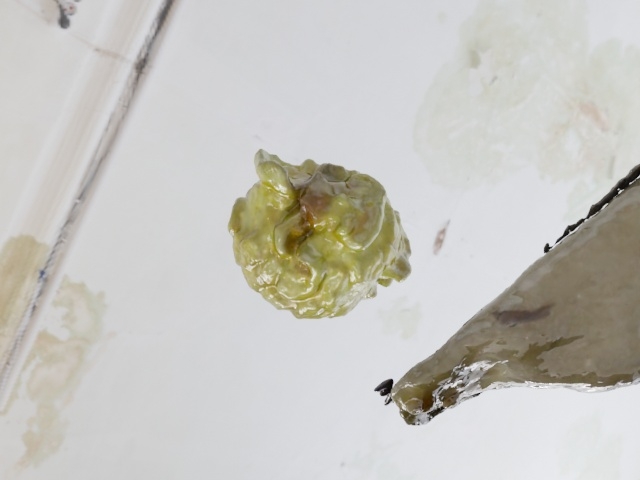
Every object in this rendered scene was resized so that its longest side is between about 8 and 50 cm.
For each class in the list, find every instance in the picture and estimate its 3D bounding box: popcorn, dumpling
[{"bbox_3d":[-0.001,-0.010,0.912,0.181,0.234,0.217,-47,-40,-55],"label":"popcorn"},{"bbox_3d":[0.198,0.032,0.433,0.332,0.086,0.166,-37,-40,2],"label":"dumpling"}]
